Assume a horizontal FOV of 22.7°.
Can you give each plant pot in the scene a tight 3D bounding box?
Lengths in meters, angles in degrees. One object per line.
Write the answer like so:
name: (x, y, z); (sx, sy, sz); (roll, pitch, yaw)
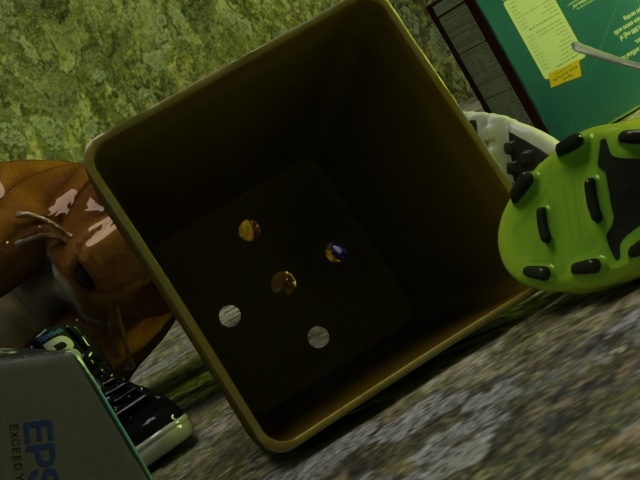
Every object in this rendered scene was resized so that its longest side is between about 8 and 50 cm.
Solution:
plant pot: (-0.010, 0.006, 1.017); (0.212, 0.212, 0.187); (-31, -8, -15)

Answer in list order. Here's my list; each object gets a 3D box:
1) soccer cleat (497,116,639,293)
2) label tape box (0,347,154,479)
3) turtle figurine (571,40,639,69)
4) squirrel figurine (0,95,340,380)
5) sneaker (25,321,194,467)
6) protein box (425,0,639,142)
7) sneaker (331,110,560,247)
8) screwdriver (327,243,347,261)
soccer cleat: (0.227, -0.042, 0.863); (0.289, 0.093, 0.121); (-32, -28, 33)
label tape box: (-0.171, 0.102, 0.682); (0.334, 0.106, 0.240); (-6, -2, -17)
turtle figurine: (0.324, -0.220, 1.402); (0.197, 0.275, 0.266); (-64, 1, 14)
squirrel figurine: (-0.158, -0.009, 1.473); (0.397, 0.281, 0.370); (-27, -3, -38)
sneaker: (-0.177, 0.119, 1.219); (0.079, 0.121, 0.217); (-33, 5, -24)
protein box: (0.259, -0.217, 1.682); (0.200, 0.201, 0.136); (-31, 5, -13)
sneaker: (0.120, -0.040, 1.269); (0.118, 0.110, 0.292); (1, -3, -31)
screwdriver: (0.000, 0.000, 1.300); (0.024, 0.170, 0.025); (-57, -23, -6)
